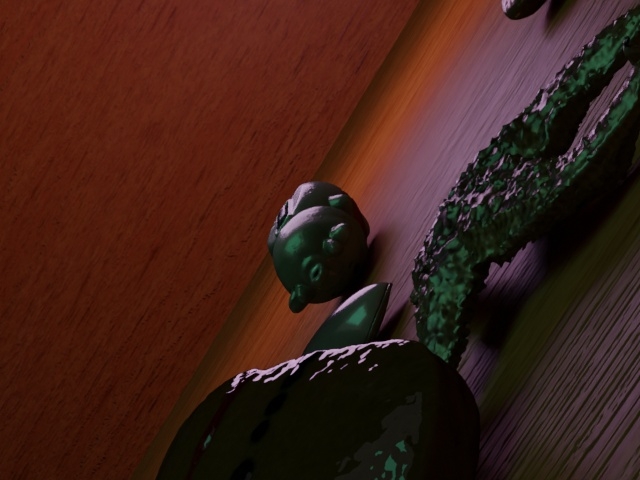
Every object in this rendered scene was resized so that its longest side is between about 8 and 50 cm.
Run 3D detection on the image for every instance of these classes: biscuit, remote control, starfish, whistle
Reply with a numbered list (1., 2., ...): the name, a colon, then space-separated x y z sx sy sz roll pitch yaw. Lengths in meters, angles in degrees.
1. biscuit: -0.040 0.167 0.754 0.277 0.052 0.262 -15 43 57
2. remote control: -0.003 0.110 1.246 0.229 0.044 0.073 -54 10 42
3. starfish: 0.104 -0.024 0.884 0.299 0.060 0.302 -62 4 -3
4. whistle: -0.002 0.000 1.557 0.102 0.105 0.253 -28 17 6

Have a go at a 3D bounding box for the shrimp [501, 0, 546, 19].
1. shrimp: 0.207 -0.268 1.341 0.115 0.051 0.217 -46 12 42
